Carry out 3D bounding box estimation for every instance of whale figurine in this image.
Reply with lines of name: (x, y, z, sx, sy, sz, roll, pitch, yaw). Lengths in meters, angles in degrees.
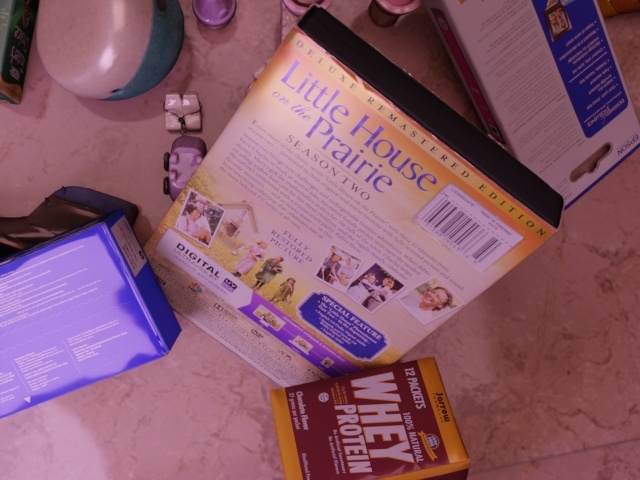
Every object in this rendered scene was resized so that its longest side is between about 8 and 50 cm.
whale figurine: (-0.245, -0.296, 0.991, 0.216, 0.141, 0.272, -23, 73, 38)

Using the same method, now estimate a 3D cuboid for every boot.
boot: (-0.330, -0.020, 1.023, 0.219, 0.082, 0.106, 18, 67, -1)

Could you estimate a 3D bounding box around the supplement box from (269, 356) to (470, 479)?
supplement box: (0.054, 0.253, 0.963, 0.191, 0.194, 0.129, -11, 51, -5)

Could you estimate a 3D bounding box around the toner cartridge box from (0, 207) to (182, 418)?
toner cartridge box: (-0.351, 0.105, 0.957, 0.348, 0.075, 0.165, -21, 102, 9)

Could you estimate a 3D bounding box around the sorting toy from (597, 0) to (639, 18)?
sorting toy: (0.457, -0.220, 1.079, 0.126, 0.127, 0.365, -31, 96, 25)

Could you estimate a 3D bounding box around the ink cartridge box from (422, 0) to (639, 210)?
ink cartridge box: (0.264, -0.211, 1.015, 0.176, 0.069, 0.371, -39, 122, -6)

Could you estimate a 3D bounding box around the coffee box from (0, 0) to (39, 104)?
coffee box: (-0.367, -0.258, 0.990, 0.040, 0.113, 0.184, 11, 88, -8)

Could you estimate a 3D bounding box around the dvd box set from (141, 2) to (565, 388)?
dvd box set: (0.000, 0.000, 0.899, 0.307, 0.420, 0.062, 36, 42, -7)

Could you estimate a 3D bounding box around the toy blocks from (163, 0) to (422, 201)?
toy blocks: (-0.030, -0.183, 0.942, 0.309, 0.260, 0.288, 1, 90, -5)
